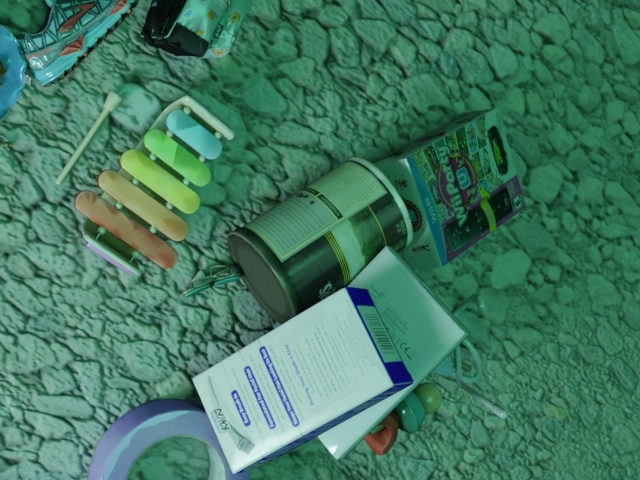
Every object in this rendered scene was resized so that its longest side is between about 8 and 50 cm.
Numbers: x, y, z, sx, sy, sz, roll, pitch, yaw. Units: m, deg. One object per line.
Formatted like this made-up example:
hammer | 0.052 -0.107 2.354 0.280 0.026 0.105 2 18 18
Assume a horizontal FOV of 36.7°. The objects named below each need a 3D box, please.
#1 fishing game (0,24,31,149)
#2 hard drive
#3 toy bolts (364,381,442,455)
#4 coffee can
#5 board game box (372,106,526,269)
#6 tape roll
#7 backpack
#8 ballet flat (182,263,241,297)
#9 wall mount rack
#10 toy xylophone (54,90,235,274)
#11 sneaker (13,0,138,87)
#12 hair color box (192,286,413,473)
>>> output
fishing game | -0.540 -0.252 1.493 0.189 0.041 0.264 -13 123 -34
hard drive | 0.078 0.196 1.686 0.318 0.210 0.040 -47 156 14
toy bolts | 0.114 0.262 1.800 0.159 0.228 0.218 -24 125 -22
coffee can | 0.000 0.000 1.750 0.275 0.201 0.201 -34 109 -20
board game box | 0.258 -0.104 1.881 0.303 0.098 0.224 -31 108 -38
tape roll | -0.269 0.426 1.724 0.275 0.090 0.274 -3 97 -25
backpack | -0.200 -0.402 1.630 0.144 0.166 0.188 19 90 -28
ballet flat | -0.202 0.069 1.753 0.114 0.041 0.041 -19 103 -22
wall mount rack | 0.221 0.202 1.851 0.350 0.130 0.304 25 42 -26
toy xylophone | -0.307 -0.111 1.655 0.236 0.081 0.322 29 82 -25
sneaker | -0.393 -0.377 1.574 0.125 0.104 0.262 46 75 -21
hair color box | -0.034 0.240 1.652 0.339 0.110 0.185 -31 73 18
